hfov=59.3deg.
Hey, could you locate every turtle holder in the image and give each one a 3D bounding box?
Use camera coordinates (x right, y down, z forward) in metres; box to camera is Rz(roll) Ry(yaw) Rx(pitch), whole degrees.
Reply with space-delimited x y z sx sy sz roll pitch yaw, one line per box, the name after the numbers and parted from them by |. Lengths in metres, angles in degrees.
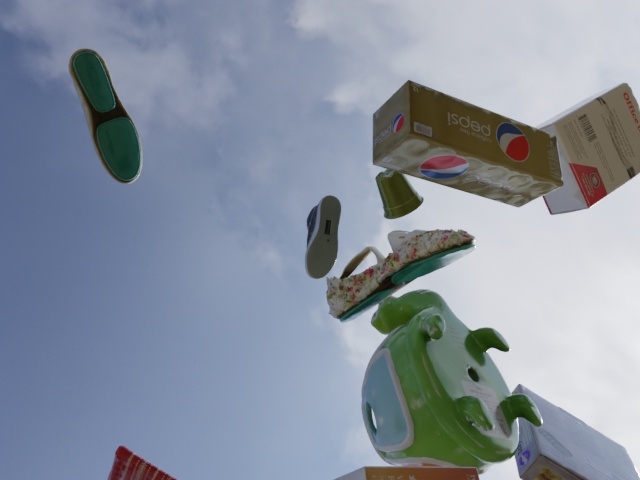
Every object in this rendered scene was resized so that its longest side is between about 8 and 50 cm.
0.169 0.230 0.923 0.227 0.243 0.320 -43 -108 30 | turtle holder

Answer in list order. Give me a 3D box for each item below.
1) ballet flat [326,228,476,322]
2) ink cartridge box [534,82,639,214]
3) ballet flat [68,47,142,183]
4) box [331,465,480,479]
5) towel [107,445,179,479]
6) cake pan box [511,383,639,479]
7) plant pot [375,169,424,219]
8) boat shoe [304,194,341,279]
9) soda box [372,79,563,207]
0.094 0.033 0.770 0.241 0.091 0.077 -34 -113 28 | ballet flat
0.522 -0.179 1.093 0.237 0.100 0.171 -29 -84 -25 | ink cartridge box
-0.397 -0.225 1.039 0.086 0.086 0.248 -17 -77 -13 | ballet flat
0.103 0.333 0.641 0.171 0.091 0.130 12 -127 -28 | box
-0.324 0.544 1.179 0.275 0.031 0.198 29 -53 3 | towel
0.477 0.408 1.034 0.267 0.245 0.070 31 -70 1 | cake pan box
0.142 -0.095 1.067 0.083 0.083 0.079 -32 -68 -8 | plant pot
0.000 0.000 1.189 0.065 0.083 0.183 18 -108 -15 | boat shoe
0.141 -0.086 0.535 0.181 0.061 0.058 13 -115 -24 | soda box
